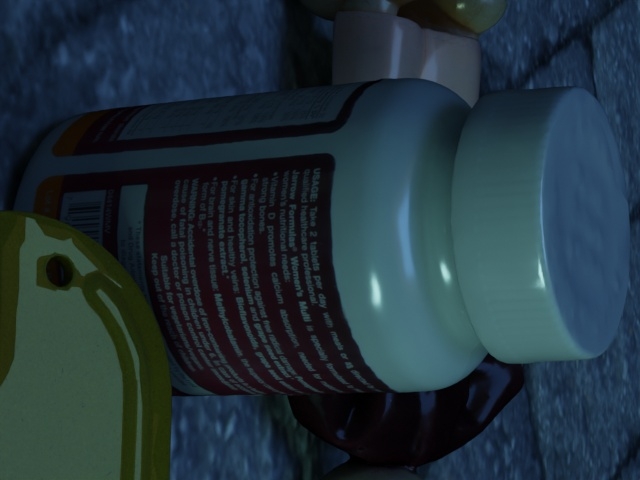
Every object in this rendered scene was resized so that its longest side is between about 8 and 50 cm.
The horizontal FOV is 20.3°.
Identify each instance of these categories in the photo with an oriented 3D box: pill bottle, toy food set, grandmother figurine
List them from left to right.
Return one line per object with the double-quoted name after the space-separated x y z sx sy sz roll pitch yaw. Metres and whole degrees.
-0.124 0.101 0.628 0.128 0.071 0.218 13 72 -37 "toy food set"
0.000 0.000 0.699 0.121 0.221 0.121 12 77 -62 "pill bottle"
0.038 0.037 0.920 0.208 0.104 0.342 12 78 -34 "grandmother figurine"
